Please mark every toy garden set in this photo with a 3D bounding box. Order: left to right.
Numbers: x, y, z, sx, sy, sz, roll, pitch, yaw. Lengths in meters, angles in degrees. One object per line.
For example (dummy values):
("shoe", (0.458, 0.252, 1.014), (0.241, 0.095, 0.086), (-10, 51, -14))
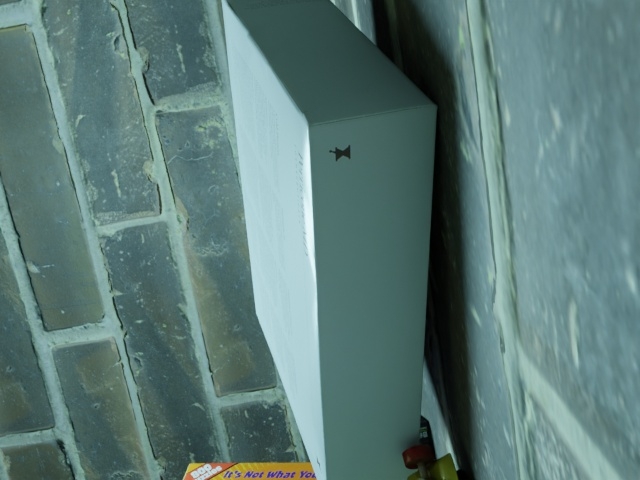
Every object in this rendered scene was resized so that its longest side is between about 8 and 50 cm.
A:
("toy garden set", (0.119, 0.302, 0.658), (0.244, 0.049, 0.203), (80, 178, -55))

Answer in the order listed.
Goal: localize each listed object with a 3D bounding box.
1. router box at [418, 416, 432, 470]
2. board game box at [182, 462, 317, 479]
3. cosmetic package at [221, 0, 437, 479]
("router box", (0.108, 0.253, 0.905), (0.122, 0.038, 0.092), (91, 168, -83))
("board game box", (-0.035, 0.574, 1.110), (0.356, 0.357, 0.356), (-73, -23, -60))
("cosmetic package", (0.000, 0.000, 0.692), (0.284, 0.098, 0.377), (-114, 18, -53))
